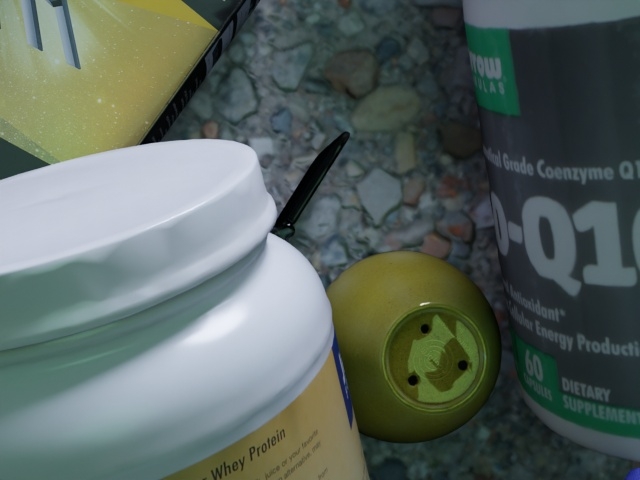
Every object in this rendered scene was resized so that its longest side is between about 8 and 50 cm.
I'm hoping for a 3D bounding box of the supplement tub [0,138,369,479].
[{"bbox_3d":[-0.090,0.125,0.490,0.228,0.228,0.316,-15,109,-7],"label":"supplement tub"}]

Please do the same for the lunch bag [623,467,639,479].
[{"bbox_3d":[0.153,0.323,0.486,0.328,0.239,0.385,-50,130,-9],"label":"lunch bag"}]

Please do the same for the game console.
[{"bbox_3d":[0.000,0.000,0.595,0.071,0.122,0.107,-25,91,-7],"label":"game console"}]

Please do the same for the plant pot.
[{"bbox_3d":[0.063,0.072,0.614,0.134,0.095,0.134,0,88,-7],"label":"plant pot"}]

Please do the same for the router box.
[{"bbox_3d":[-0.227,-0.157,0.593,0.309,0.081,0.243,34,85,-5],"label":"router box"}]

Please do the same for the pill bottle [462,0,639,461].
[{"bbox_3d":[0.192,-0.077,0.535,0.204,0.204,0.361,-14,108,-7],"label":"pill bottle"}]
